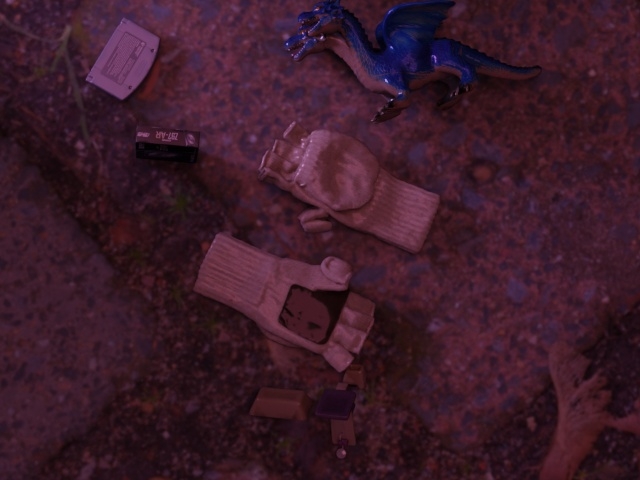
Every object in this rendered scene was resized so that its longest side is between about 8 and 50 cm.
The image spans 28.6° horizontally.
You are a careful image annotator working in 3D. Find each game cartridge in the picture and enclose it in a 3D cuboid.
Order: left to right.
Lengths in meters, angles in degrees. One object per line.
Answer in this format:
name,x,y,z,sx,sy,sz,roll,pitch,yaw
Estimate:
game cartridge,-0.214,-0.197,1.381,0.056,0.017,0.083,30,80,0

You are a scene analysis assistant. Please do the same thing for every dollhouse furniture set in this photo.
dollhouse furniture set,-0.012,0.187,1.366,0.114,0.091,0.081,4,124,14

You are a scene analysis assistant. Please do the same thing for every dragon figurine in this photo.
dragon figurine,0.110,-0.218,1.394,0.289,0.085,0.144,-13,85,-8

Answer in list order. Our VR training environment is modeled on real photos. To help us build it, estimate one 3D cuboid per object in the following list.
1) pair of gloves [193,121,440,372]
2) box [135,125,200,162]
pair of gloves,0.000,0.000,1.374,0.204,0.042,0.240,32,79,-3
box,-0.164,-0.102,1.342,0.067,0.083,0.018,5,81,-8
